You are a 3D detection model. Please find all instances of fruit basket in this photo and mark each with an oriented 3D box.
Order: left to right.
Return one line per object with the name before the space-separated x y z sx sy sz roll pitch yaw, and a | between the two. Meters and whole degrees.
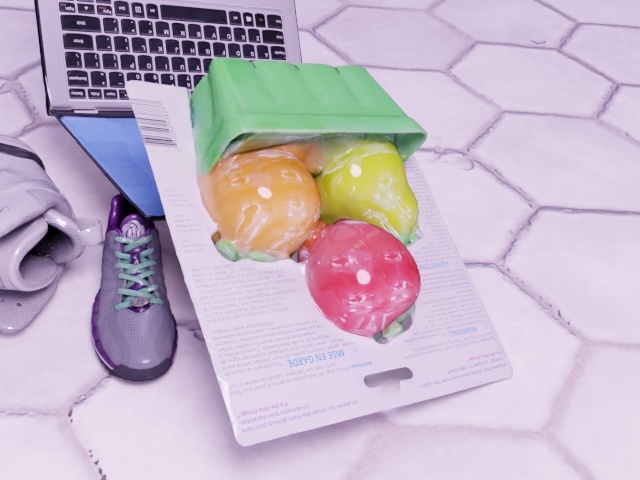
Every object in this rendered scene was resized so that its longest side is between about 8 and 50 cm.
fruit basket | 0.000 0.000 0.803 0.327 0.165 0.353 -6 70 -37

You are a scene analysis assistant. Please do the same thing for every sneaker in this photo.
sneaker | -0.397 0.007 0.794 0.210 0.138 0.365 30 40 35
sneaker | -0.192 0.035 0.825 0.083 0.098 0.224 -6 39 -15

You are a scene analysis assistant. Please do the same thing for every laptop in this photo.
laptop | -0.113 -0.228 1.004 0.381 0.408 0.236 -6 0 -38
